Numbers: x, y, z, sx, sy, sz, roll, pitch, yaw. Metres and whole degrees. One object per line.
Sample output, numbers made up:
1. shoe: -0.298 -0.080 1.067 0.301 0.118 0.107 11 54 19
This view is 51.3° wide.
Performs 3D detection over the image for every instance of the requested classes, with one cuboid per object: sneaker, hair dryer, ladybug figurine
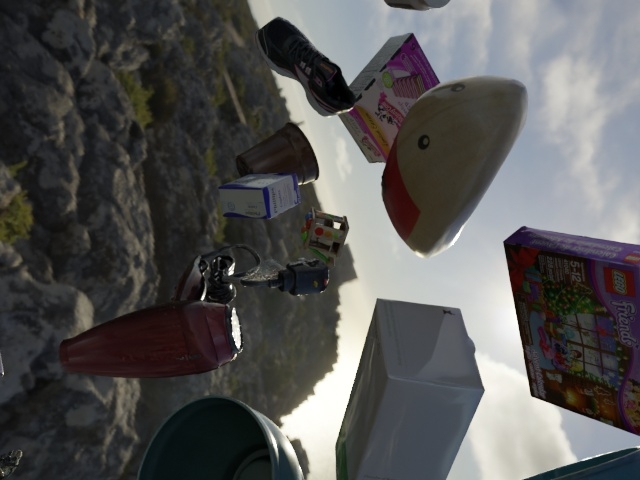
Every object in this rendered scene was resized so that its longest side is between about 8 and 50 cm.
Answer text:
1. sneaker: -0.010 -0.249 0.948 0.178 0.072 0.077 38 -10 -30
2. hair dryer: -0.151 0.087 0.767 0.224 0.294 0.080 6 -67 52
3. ladybug figurine: 0.207 -0.126 1.116 0.162 0.305 0.449 30 -11 9

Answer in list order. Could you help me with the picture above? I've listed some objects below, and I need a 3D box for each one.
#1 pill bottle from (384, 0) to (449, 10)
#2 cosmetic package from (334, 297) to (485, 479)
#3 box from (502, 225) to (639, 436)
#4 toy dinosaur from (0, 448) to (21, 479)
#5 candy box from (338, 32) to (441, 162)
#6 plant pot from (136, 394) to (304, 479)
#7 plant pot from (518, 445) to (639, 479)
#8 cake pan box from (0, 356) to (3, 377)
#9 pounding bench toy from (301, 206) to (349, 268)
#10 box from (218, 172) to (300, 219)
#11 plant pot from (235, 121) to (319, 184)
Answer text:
1. pill bottle: 0.169 -0.443 1.167 0.137 0.078 0.078 39 -27 57
2. cosmetic package: 0.133 0.301 1.111 0.197 0.155 0.365 -91 -169 -59
3. box: 0.382 0.130 0.958 0.201 0.057 0.293 12 -52 48
4. toy dinosaur: -0.659 0.444 1.272 0.064 0.118 0.268 55 20 18
5. candy box: 0.147 -0.296 1.387 0.071 0.233 0.159 7 -37 50
6. plant pot: -0.148 0.435 1.164 0.196 0.293 0.293 36 30 -51
7. plant pot: 0.444 0.497 1.070 0.271 0.272 0.255 66 5 -70
8. cake pan box: -0.514 0.097 0.795 0.267 0.246 0.070 63 8 27
9. pounding bench toy: 0.000 0.000 1.033 0.052 0.065 0.083 -97 -157 -66
10. box: -0.136 -0.102 1.492 0.137 0.126 0.072 -34 121 -53
11. plant pot: -0.115 -0.192 1.688 0.167 0.165 0.167 52 -21 28
